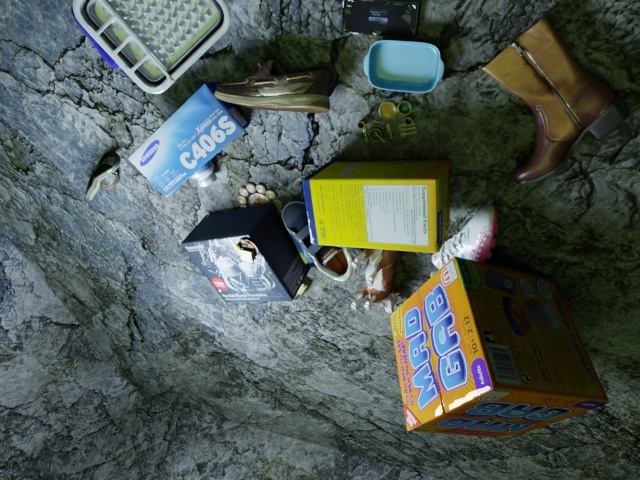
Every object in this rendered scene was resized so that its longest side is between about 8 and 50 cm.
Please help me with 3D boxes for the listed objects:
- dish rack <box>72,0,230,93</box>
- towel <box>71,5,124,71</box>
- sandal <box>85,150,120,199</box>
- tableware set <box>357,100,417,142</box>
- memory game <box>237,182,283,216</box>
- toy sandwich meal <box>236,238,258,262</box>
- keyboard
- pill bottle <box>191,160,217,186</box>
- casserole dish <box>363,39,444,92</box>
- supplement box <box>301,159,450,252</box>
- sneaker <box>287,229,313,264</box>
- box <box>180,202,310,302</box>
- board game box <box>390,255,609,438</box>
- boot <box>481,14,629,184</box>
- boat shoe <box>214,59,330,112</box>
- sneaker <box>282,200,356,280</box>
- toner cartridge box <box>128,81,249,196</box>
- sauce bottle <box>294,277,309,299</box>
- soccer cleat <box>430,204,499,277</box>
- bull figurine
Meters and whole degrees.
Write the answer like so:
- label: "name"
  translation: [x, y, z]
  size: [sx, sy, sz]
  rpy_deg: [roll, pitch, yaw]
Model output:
- label: "dish rack"
  translation: [-0.410, -0.571, 1.049]
  size: [0.332, 0.072, 0.285]
  rpy_deg: [-30, 117, 24]
- label: "towel"
  translation: [-0.555, -0.632, 1.161]
  size: [0.308, 0.076, 0.228]
  rpy_deg: [-20, 117, 39]
- label: "sandal"
  translation: [-0.835, -0.248, 1.639]
  size: [0.086, 0.120, 0.302]
  rpy_deg: [24, 145, -34]
- label: "tableware set"
  translation: [0.171, -0.309, 1.099]
  size: [0.154, 0.024, 0.104]
  rpy_deg: [-2, 126, 30]
- label: "memory game"
  translation: [-0.209, -0.122, 1.471]
  size: [0.186, 0.012, 0.186]
  rpy_deg: [15, 135, 16]
- label: "toy sandwich meal"
  translation: [-0.236, 0.033, 1.335]
  size: [0.085, 0.029, 0.086]
  rpy_deg: [14, 135, 15]
- label: "keyboard"
  translation: [0.132, -0.516, 0.940]
  size: [0.180, 0.023, 0.108]
  rpy_deg: [14, 139, 16]
- label: "pill bottle"
  translation: [-0.411, -0.264, 1.400]
  size: [0.087, 0.087, 0.160]
  rpy_deg: [-4, 125, 30]
- label: "casserole dish"
  translation: [0.196, -0.412, 0.986]
  size: [0.188, 0.037, 0.114]
  rpy_deg: [12, 132, 18]
- label: "supplement box"
  translation: [0.158, -0.102, 1.142]
  size: [0.356, 0.195, 0.194]
  rpy_deg: [4, 116, 25]
- label: "sneaker"
  translation: [-0.060, -0.018, 1.458]
  size: [0.082, 0.069, 0.209]
  rpy_deg: [-25, 109, 7]
- label: "box"
  translation: [-0.269, 0.058, 1.532]
  size: [0.343, 0.179, 0.313]
  rpy_deg: [-7, 126, 33]
- label: "board game box"
  translation: [0.457, 0.315, 1.177]
  size: [0.356, 0.357, 0.356]
  rpy_deg: [12, 139, -18]
- label: "boot"
  translation: [0.460, -0.285, 0.917]
  size: [0.280, 0.096, 0.264]
  rpy_deg: [40, 135, -8]
- label: "boat shoe"
  translation: [-0.129, -0.415, 1.119]
  size: [0.341, 0.123, 0.123]
  rpy_deg: [12, 103, 26]
- label: "sneaker"
  translation: [0.000, 0.000, 1.351]
  size: [0.321, 0.127, 0.126]
  rpy_deg: [45, 100, -4]
- label: "toner cartridge box"
  translation: [-0.402, -0.301, 1.280]
  size: [0.347, 0.075, 0.165]
  rpy_deg: [-36, 107, 19]
- label: "sauce bottle"
  translation: [-0.081, 0.194, 1.662]
  size: [0.042, 0.042, 0.128]
  rpy_deg: [31, 138, 0]
- label: "soccer cleat"
  translation: [0.403, 0.034, 1.206]
  size: [0.143, 0.116, 0.331]
  rpy_deg: [11, 134, 8]
- label: "bull figurine"
  translation: [0.188, 0.133, 1.382]
  size: [0.101, 0.188, 0.311]
  rpy_deg: [20, 131, 35]
